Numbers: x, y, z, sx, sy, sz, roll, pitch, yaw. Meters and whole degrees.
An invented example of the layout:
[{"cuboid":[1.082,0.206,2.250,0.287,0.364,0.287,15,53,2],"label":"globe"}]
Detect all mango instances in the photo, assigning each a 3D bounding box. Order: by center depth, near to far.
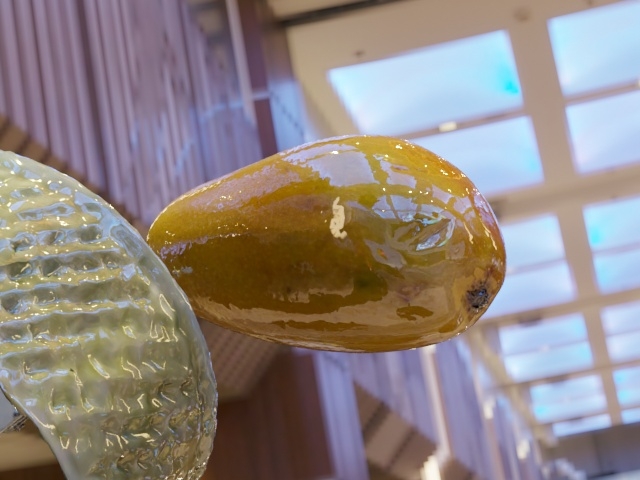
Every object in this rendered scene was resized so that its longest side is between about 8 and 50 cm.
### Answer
[{"cuboid":[0.000,0.000,0.999,0.253,0.138,0.113,2,-20,30],"label":"mango"}]

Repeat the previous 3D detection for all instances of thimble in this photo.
[{"cuboid":[-0.197,0.091,0.835,0.271,0.271,0.150,-20,18,35],"label":"thimble"}]

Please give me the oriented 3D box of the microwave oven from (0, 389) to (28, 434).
[{"cuboid":[-0.266,0.079,1.341,0.194,0.145,0.240,-35,2,-22],"label":"microwave oven"}]
